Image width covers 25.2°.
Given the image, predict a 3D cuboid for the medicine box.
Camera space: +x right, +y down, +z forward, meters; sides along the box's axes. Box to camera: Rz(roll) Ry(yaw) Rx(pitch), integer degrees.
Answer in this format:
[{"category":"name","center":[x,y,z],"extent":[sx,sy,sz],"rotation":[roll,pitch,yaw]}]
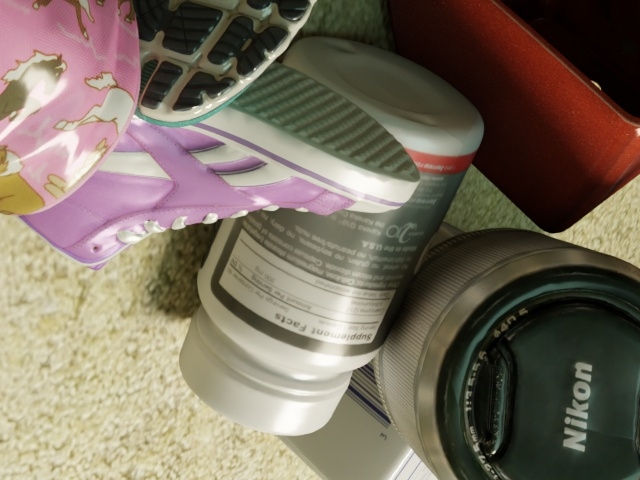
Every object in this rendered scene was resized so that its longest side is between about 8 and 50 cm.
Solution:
[{"category":"medicine box","center":[0.132,0.139,1.454],"extent":[0.263,0.149,0.289],"rotation":[-56,150,7]}]

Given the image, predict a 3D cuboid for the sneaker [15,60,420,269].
[{"category":"sneaker","center":[-0.084,-0.043,0.953],"extent":[0.282,0.102,0.161],"rotation":[17,120,-18]}]

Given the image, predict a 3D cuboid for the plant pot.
[{"category":"plant pot","center":[0.210,-0.167,1.149],"extent":[0.267,0.267,0.236],"rotation":[-34,159,-26]}]

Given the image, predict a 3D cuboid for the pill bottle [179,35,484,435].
[{"category":"pill bottle","center":[0.000,0.000,1.118],"extent":[0.161,0.161,0.283],"rotation":[-8,130,-49]}]

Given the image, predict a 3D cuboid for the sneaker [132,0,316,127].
[{"category":"sneaker","center":[-0.039,-0.165,0.891],"extent":[0.110,0.107,0.275],"rotation":[100,15,-56]}]

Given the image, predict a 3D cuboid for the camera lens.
[{"category":"camera lens","center":[0.163,0.104,1.146],"extent":[0.219,0.219,0.274],"rotation":[-50,-170,-1]}]

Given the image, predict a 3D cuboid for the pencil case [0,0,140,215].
[{"category":"pencil case","center":[-0.246,-0.119,0.674],"extent":[0.167,0.160,0.386],"rotation":[-17,163,28]}]
